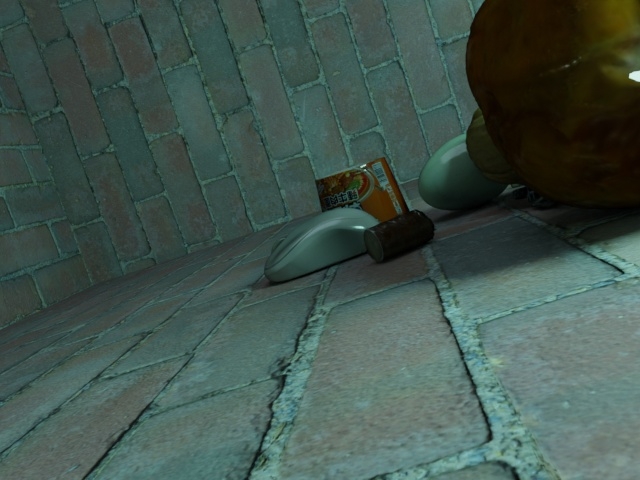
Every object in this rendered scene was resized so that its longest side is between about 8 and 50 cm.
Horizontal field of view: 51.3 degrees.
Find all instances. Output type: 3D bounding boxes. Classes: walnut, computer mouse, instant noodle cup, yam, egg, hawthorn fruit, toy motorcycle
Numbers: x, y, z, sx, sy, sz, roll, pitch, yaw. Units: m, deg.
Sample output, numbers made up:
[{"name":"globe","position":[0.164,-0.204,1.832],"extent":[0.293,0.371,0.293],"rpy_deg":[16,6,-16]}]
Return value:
[{"name":"walnut","position":[0.444,-0.229,1.458],"extent":[0.225,0.224,0.261],"rpy_deg":[-22,11,-26]},{"name":"computer mouse","position":[0.000,0.000,1.549],"extent":[0.297,0.121,0.184],"rpy_deg":[-18,7,0]},{"name":"instant noodle cup","position":[0.109,-0.100,1.751],"extent":[0.251,0.192,0.250],"rpy_deg":[-18,7,2]},{"name":"yam","position":[0.159,-0.011,1.358],"extent":[0.141,0.079,0.079],"rpy_deg":[-23,7,-27]},{"name":"egg","position":[0.362,-0.169,1.656],"extent":[0.264,0.182,0.183],"rpy_deg":[-26,8,-16]},{"name":"hawthorn fruit","position":[0.438,-0.257,1.009],"extent":[0.472,0.471,0.472],"rpy_deg":[-18,6,2]},{"name":"toy motorcycle","position":[0.475,-0.117,1.335],"extent":[0.130,0.094,0.229],"rpy_deg":[-14,-7,-4]}]

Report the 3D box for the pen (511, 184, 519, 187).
[{"name":"pen","position":[0.596,-0.174,1.737],"extent":[0.204,0.025,0.025],"rpy_deg":[-14,7,35]}]
